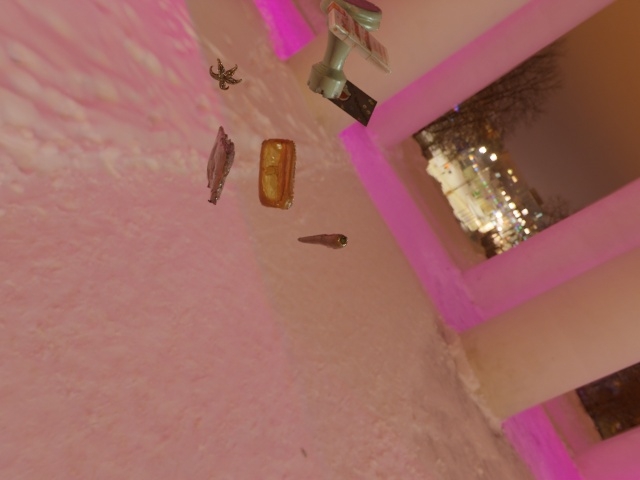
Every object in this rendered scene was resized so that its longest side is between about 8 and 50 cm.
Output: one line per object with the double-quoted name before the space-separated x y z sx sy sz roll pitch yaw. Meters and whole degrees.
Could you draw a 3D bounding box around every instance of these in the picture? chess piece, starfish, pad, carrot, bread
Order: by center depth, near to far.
"starfish" -0.246 -0.428 1.379 0.091 0.078 0.028 12 39 -32
"carrot" 0.000 0.000 1.657 0.049 0.254 0.049 -2 93 -36
"chess piece" 0.057 -0.610 1.675 0.195 0.299 0.194 16 34 -11
"bread" -0.174 -0.276 2.187 0.119 0.153 0.288 -47 142 -78
"pad" 0.127 -0.616 2.287 0.246 0.006 0.170 33 58 -14

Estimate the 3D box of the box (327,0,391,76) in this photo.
"box" 0.109 -0.558 1.471 0.220 0.032 0.122 28 43 -33

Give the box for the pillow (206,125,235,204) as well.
"pillow" -0.238 -0.181 1.262 0.049 0.135 0.248 16 20 -18
